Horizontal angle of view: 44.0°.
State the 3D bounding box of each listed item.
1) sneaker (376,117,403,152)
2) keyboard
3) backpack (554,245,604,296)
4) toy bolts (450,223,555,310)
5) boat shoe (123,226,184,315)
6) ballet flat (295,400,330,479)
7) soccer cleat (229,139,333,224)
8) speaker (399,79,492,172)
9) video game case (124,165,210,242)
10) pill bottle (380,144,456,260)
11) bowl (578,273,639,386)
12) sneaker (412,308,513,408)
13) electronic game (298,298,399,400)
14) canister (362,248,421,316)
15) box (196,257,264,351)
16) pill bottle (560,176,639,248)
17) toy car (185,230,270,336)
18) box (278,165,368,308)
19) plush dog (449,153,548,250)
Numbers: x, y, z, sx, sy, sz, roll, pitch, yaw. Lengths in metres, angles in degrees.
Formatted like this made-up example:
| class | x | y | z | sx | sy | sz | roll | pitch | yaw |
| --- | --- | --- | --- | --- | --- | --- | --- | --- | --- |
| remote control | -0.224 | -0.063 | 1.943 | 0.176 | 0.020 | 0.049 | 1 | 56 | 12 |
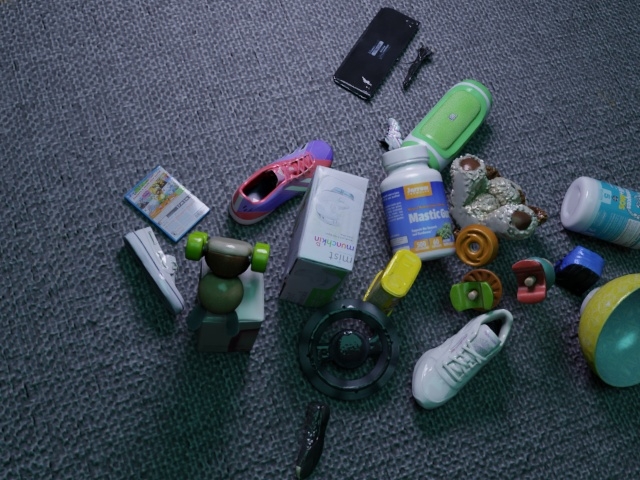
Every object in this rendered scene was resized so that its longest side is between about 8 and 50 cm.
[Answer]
| class | x | y | z | sx | sy | sz | roll | pitch | yaw |
| --- | --- | --- | --- | --- | --- | --- | --- | --- | --- |
| sneaker | 0.175 | -0.273 | 2.067 | 0.069 | 0.038 | 0.098 | -12 | 70 | -18 |
| keyboard | 0.189 | -0.502 | 2.175 | 0.202 | 0.033 | 0.317 | 29 | 65 | 8 |
| backpack | 0.648 | 0.065 | 1.982 | 0.098 | 0.120 | 0.101 | 25 | 64 | -1 |
| toy bolts | 0.434 | 0.060 | 1.858 | 0.229 | 0.158 | 0.218 | -2 | 98 | 28 |
| boat shoe | -0.355 | 0.060 | 1.775 | 0.076 | 0.083 | 0.226 | -30 | 76 | -22 |
| ballet flat | -0.022 | 0.433 | 1.717 | 0.049 | 0.057 | 0.173 | 0 | 58 | 32 |
| soccer cleat | -0.083 | -0.156 | 1.913 | 0.318 | 0.116 | 0.108 | -37 | 79 | -24 |
| speaker | 0.327 | -0.289 | 2.061 | 0.131 | 0.131 | 0.296 | 39 | 64 | 6 |
| video game case | -0.363 | -0.087 | 1.876 | 0.166 | 0.015 | 0.119 | 41 | 65 | 6 |
| pill bottle | 0.227 | -0.084 | 1.899 | 0.153 | 0.152 | 0.271 | -10 | 86 | -17 |
| bowl | 0.723 | 0.192 | 1.907 | 0.290 | 0.289 | 0.156 | -17 | 28 | -19 |
| sneaker | 0.324 | 0.257 | 1.808 | 0.114 | 0.152 | 0.305 | 45 | 66 | 6 |
| electronic game | 0.065 | 0.245 | 1.787 | 0.230 | 0.048 | 0.229 | 0 | 83 | -4 |
| canister | 0.163 | 0.103 | 1.827 | 0.073 | 0.170 | 0.126 | 31 | 64 | 2 |
| box | -0.197 | 0.139 | 1.694 | 0.127 | 0.232 | 0.148 | 2 | 67 | -11 |
| pill bottle | 0.773 | -0.064 | 2.053 | 0.264 | 0.146 | 0.146 | 16 | 64 | -6 |
| toy car | -0.191 | 0.089 | 1.539 | 0.155 | 0.149 | 0.188 | 11 | 93 | -3 |
| box | 0.000 | 0.000 | 1.784 | 0.127 | 0.262 | 0.231 | 14 | 64 | -7 |
| plush dog | 0.433 | -0.082 | 1.984 | 0.226 | 0.210 | 0.262 | -21 | 62 | -40 |
